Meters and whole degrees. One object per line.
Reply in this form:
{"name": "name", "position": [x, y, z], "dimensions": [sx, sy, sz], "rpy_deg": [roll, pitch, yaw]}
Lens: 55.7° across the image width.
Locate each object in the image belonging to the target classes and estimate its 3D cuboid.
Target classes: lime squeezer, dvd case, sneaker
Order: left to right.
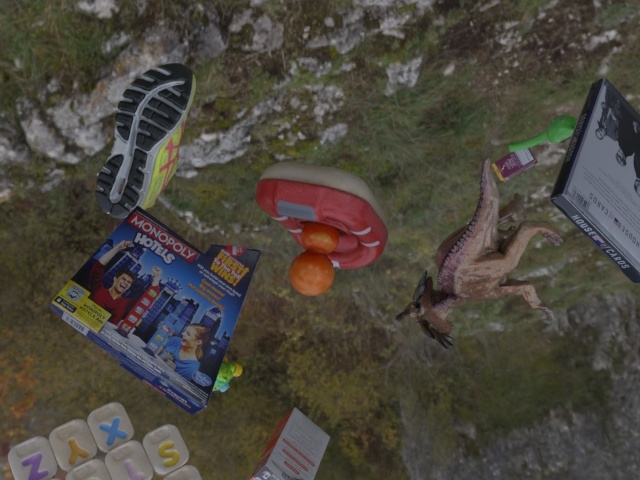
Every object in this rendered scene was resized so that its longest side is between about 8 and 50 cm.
{"name": "sneaker", "position": [-0.215, -0.128, 0.781], "dimensions": [0.082, 0.094, 0.208], "rpy_deg": [30, 97, 11]}
{"name": "lime squeezer", "position": [0.452, -0.155, 1.043], "dimensions": [0.059, 0.310, 0.109], "rpy_deg": [-32, 130, -30]}
{"name": "dvd case", "position": [0.407, -0.086, 0.826], "dimensions": [0.179, 0.238, 0.030], "rpy_deg": [40, 150, -14]}

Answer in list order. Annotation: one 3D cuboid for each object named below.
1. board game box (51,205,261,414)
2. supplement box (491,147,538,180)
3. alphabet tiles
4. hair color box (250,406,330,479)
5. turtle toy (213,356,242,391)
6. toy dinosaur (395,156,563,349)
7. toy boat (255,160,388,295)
{"name": "board game box", "position": [-0.165, 0.061, 0.697], "dimensions": [0.194, 0.194, 0.060], "rpy_deg": [38, 146, -8]}
{"name": "supplement box", "position": [0.420, -0.167, 1.310], "dimensions": [0.083, 0.043, 0.055], "rpy_deg": [-31, 167, 23]}
{"name": "alphabet tiles", "position": [-0.310, 0.378, 0.852], "dimensions": [0.284, 0.278, 0.021], "rpy_deg": [-21, 155, -28]}
{"name": "hair color box", "position": [-0.051, 0.392, 1.099], "dimensions": [0.093, 0.167, 0.053], "rpy_deg": [41, 114, -1]}
{"name": "turtle toy", "position": [-0.213, 0.242, 1.120], "dimensions": [0.130, 0.066, 0.095], "rpy_deg": [13, 173, 46]}
{"name": "toy dinosaur", "position": [0.192, 0.040, 0.798], "dimensions": [0.201, 0.127, 0.295], "rpy_deg": [-18, 140, -1]}
{"name": "toy boat", "position": [0.000, 0.000, 0.804], "dimensions": [0.151, 0.151, 0.231], "rpy_deg": [11, 168, 21]}
